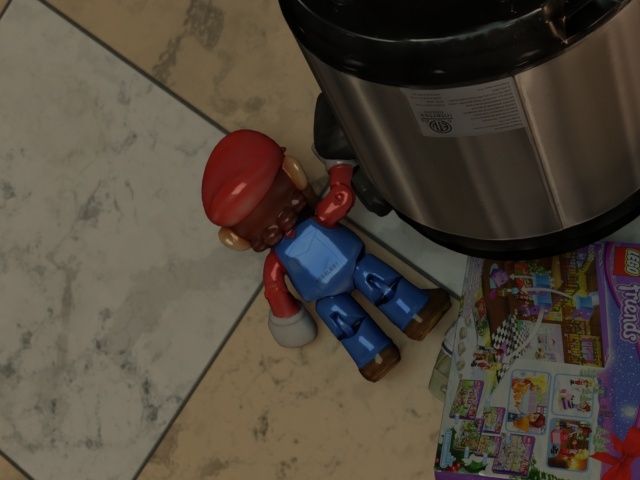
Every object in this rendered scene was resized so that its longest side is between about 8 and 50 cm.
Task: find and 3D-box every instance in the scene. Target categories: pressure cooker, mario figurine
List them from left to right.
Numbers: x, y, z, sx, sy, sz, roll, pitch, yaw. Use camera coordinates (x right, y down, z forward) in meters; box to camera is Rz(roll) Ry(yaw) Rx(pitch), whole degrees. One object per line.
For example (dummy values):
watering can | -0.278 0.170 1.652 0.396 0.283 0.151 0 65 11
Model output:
mario figurine | 0.000 0.000 1.407 0.198 0.170 0.320 -41 85 -25
pressure cooker | 0.174 -0.186 1.198 0.375 0.420 0.370 -46 52 -11

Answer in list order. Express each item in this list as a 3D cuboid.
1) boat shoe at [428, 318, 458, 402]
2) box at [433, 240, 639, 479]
boat shoe | 0.250 0.192 1.310 0.302 0.109 0.094 34 111 28
box | 0.233 0.126 1.242 0.200 0.057 0.293 4 53 14
